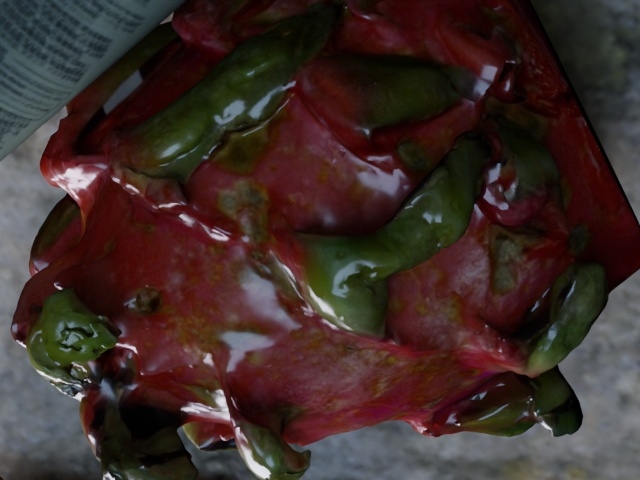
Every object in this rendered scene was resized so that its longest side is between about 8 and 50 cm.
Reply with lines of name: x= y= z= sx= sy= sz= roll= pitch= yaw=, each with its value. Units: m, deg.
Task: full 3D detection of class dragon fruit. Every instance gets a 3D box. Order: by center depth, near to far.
dragon fruit: x=0.000 y=0.000 z=0.554 sx=0.172 sy=0.160 sz=0.166 roll=-27 pitch=84 yaw=10

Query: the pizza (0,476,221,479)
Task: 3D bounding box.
pizza: x=-0.090 y=0.148 z=0.724 sx=0.161 sy=0.062 sz=0.182 roll=42 pitch=123 yaw=-5

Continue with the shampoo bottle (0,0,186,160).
shampoo bottle: x=-0.075 y=-0.090 z=0.519 sx=0.262 sy=0.085 sz=0.085 roll=-38 pitch=101 yaw=17
